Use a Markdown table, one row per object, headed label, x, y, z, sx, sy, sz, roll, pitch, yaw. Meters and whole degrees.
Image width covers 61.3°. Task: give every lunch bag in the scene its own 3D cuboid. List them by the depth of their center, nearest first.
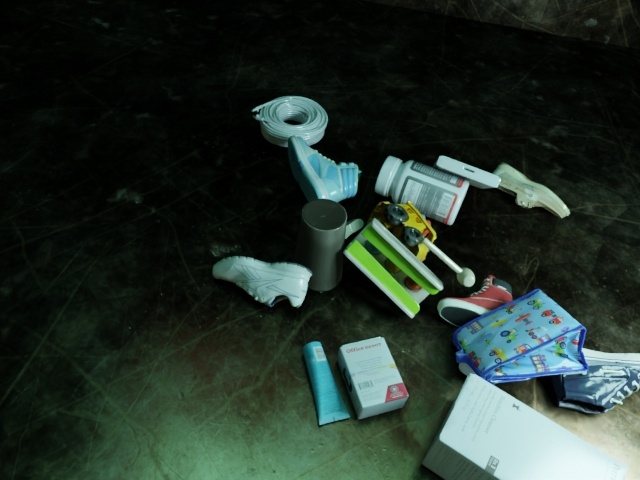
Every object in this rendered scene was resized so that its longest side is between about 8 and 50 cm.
| label | x | y | z | sx | sy | sz | roll | pitch | yaw |
| --- | --- | --- | --- | --- | --- | --- | --- | --- | --- |
| lunch bag | 0.493 | 0.264 | 1.403 | 0.293 | 0.138 | 0.221 | -15 | 21 | -2 |

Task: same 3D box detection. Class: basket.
| label | x | y | z | sx | sy | sz | roll | pitch | yaw |
| --- | --- | --- | --- | --- | --- | --- | --- | --- | --- |
| basket | 0.000 | 0.000 | 1.581 | 0.154 | 0.227 | 0.204 | -7 | 49 | -13 |

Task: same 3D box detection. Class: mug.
| label | x | y | z | sx | sy | sz | roll | pitch | yaw |
| --- | --- | --- | --- | --- | --- | --- | --- | --- | --- |
| mug | 0.409 | 0.343 | 1.453 | 0.064 | 0.078 | 0.062 | 25 | 82 | 25 |

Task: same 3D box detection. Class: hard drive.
| label | x | y | z | sx | sy | sz | roll | pitch | yaw |
| --- | --- | --- | --- | --- | --- | --- | --- | --- | --- |
| hard drive | 0.486 | -0.228 | 1.835 | 0.203 | 0.040 | 0.307 | 22 | 8 | 7 |

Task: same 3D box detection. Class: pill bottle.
| label | x | y | z | sx | sy | sz | roll | pitch | yaw |
| --- | --- | --- | --- | --- | --- | --- | --- | --- | --- |
| pill bottle | 0.340 | -0.175 | 1.823 | 0.283 | 0.161 | 0.161 | 23 | 50 | 13 |

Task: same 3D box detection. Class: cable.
| label | x | y | z | sx | sy | sz | roll | pitch | yaw |
| --- | --- | --- | --- | --- | --- | --- | --- | --- | --- |
| cable | -0.104 | -0.453 | 2.063 | 0.257 | 0.089 | 0.257 | 37 | 54 | 22 |

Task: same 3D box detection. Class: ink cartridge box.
| label | x | y | z | sx | sy | sz | roll | pitch | yaw |
| --- | --- | --- | --- | --- | --- | --- | --- | --- | --- |
| ink cartridge box | 0.130 | 0.350 | 1.389 | 0.127 | 0.072 | 0.175 | -9 | 50 | -15 |

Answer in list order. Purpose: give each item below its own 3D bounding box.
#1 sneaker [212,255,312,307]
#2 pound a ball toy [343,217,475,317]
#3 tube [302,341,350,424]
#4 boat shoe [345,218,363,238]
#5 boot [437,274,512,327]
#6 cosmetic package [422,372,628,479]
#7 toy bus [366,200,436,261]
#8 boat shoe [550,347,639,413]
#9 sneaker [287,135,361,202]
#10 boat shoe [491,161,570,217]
| label | x | y | z | sx | sy | sz | roll | pitch | yaw |
| --- | --- | --- | --- | --- | --- | --- | --- | --- | --- |
| sneaker | -0.175 | 0.117 | 1.534 | 0.297 | 0.111 | 0.129 | 6 | 79 | 17 |
| pound a ball toy | 0.253 | 0.062 | 1.538 | 0.319 | 0.208 | 0.136 | 43 | 13 | 1 |
| tube | 0.006 | 0.362 | 1.383 | 0.080 | 0.052 | 0.207 | -13 | 56 | -12 |
| boat shoe | 0.075 | -0.034 | 1.745 | 0.137 | 0.049 | 0.043 | -27 | 15 | -25 |
| boot | 0.455 | 0.168 | 1.589 | 0.244 | 0.088 | 0.176 | 12 | 47 | -8 |
| cosmetic package | 0.458 | 0.513 | 1.232 | 0.385 | 0.156 | 0.217 | 27 | 49 | 18 |
| toy bus | 0.286 | -0.016 | 1.706 | 0.211 | 0.149 | 0.220 | -8 | 51 | -35 |
| boat shoe | 0.776 | 0.385 | 1.422 | 0.340 | 0.127 | 0.158 | 5 | 53 | 8 |
| sneaker | 0.020 | -0.252 | 1.880 | 0.208 | 0.127 | 0.319 | -16 | 62 | -18 |
| boat shoe | 0.734 | -0.159 | 1.913 | 0.302 | 0.109 | 0.098 | 41 | 95 | 25 |
